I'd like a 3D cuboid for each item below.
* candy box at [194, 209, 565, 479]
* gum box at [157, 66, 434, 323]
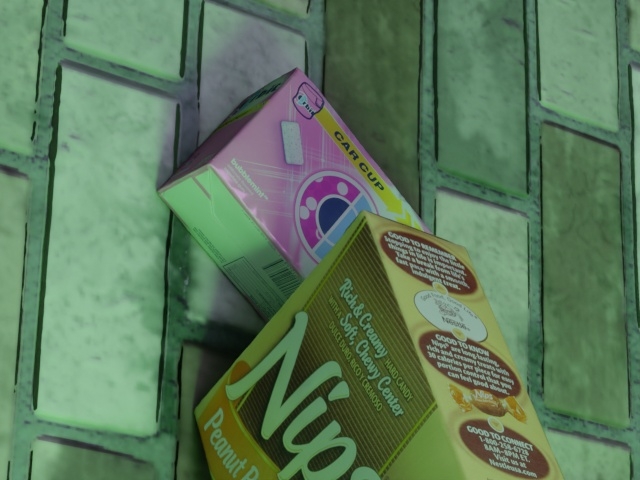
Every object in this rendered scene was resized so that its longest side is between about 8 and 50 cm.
[{"bbox_3d":[0.041,0.158,1.044,0.088,0.183,0.316,21,33,-33],"label":"candy box"},{"bbox_3d":[0.000,0.000,1.229,0.188,0.062,0.107,51,51,-13],"label":"gum box"}]
